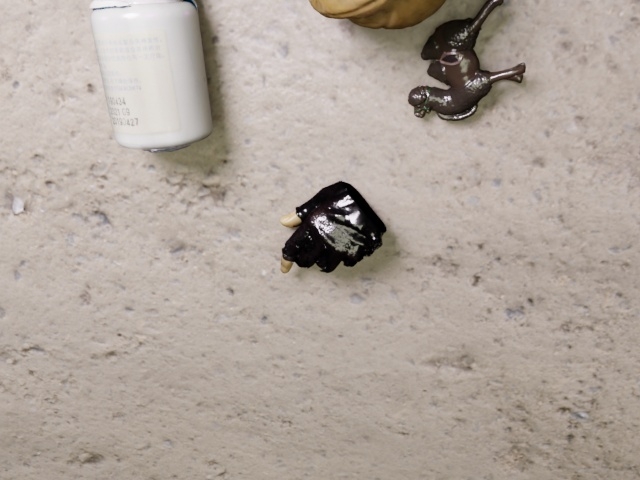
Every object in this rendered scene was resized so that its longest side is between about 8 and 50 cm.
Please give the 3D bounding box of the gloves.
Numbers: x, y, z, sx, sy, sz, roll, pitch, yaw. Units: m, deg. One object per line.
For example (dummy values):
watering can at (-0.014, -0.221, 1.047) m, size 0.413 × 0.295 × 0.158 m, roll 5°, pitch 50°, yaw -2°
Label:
gloves at (0.001, 0.002, 0.889) m, size 0.181 × 0.106 × 0.129 m, roll -42°, pitch 105°, yaw 17°

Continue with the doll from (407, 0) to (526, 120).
doll at (0.193, -0.238, 0.788) m, size 0.165 × 0.057 × 0.139 m, roll -22°, pitch 113°, yaw 21°

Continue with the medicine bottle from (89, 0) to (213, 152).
medicine bottle at (-0.232, -0.263, 0.777) m, size 0.143 × 0.143 × 0.258 m, roll 0°, pitch 115°, yaw 7°

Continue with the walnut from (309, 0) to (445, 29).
walnut at (0.064, -0.351, 0.657) m, size 0.228 × 0.228 × 0.228 m, roll 3°, pitch 114°, yaw 6°
